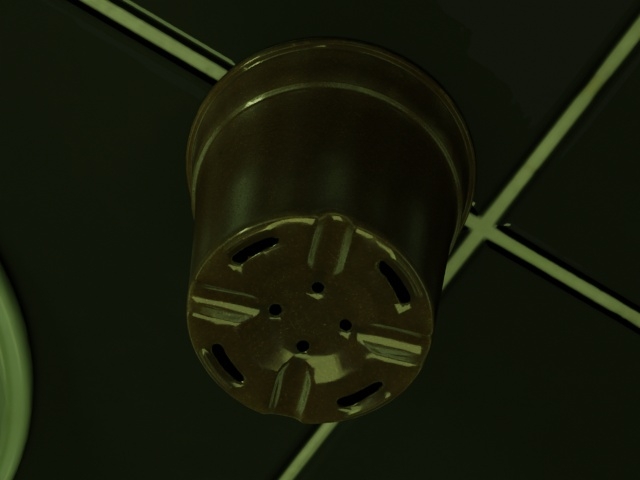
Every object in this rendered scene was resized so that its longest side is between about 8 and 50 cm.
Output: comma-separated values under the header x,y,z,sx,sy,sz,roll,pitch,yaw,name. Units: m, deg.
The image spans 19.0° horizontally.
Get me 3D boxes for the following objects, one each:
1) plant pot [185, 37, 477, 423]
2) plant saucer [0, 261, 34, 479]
x,y,z,sx,sy,sz,roll,pitch,yaw,name
0.000,0.000,1.020,0.167,0.165,0.167,2,119,4,plant pot
-0.376,0.089,1.142,0.400,0.100,0.400,2,120,3,plant saucer
